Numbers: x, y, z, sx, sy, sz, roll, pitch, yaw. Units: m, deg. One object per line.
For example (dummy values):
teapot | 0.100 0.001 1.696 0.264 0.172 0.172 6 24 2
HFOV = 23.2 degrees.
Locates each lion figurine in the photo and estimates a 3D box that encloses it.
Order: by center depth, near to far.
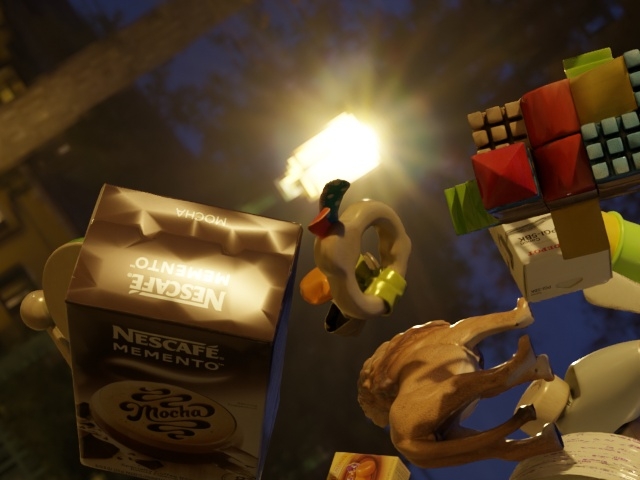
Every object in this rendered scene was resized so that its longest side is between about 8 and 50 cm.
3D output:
lion figurine | 0.140 0.176 1.764 0.392 0.240 0.142 -40 111 -80

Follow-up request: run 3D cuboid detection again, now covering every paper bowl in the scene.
paper bowl | 0.326 0.373 1.789 0.284 0.148 0.284 14 -55 22

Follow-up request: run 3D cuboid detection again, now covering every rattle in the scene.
rattle | 0.000 0.000 1.620 0.143 0.130 0.200 25 -2 39

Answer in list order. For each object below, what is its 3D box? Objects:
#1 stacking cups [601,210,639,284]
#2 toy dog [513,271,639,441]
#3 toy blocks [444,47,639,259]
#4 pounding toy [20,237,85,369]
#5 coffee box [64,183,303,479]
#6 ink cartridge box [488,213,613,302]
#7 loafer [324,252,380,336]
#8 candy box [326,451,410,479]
stacking cups | 0.444 0.025 2.012 0.316 0.096 0.096 14 -1 -20
toy dog | 0.392 0.141 1.946 0.220 0.334 0.161 50 23 -16
toy blocks | 0.282 -0.101 1.388 0.261 0.382 0.190 14 62 -79
pounding toy | -0.260 0.073 1.983 0.183 0.110 0.237 47 -48 -1
coffee box | -0.117 0.096 1.321 0.168 0.118 0.297 12 -34 3
ink cartridge box | 0.245 -0.005 1.679 0.135 0.099 0.056 -111 -172 -51
loafer | 0.045 0.081 2.136 0.056 0.050 0.148 47 -44 34
candy box | 0.050 0.403 2.259 0.109 0.186 0.053 0 -36 31
